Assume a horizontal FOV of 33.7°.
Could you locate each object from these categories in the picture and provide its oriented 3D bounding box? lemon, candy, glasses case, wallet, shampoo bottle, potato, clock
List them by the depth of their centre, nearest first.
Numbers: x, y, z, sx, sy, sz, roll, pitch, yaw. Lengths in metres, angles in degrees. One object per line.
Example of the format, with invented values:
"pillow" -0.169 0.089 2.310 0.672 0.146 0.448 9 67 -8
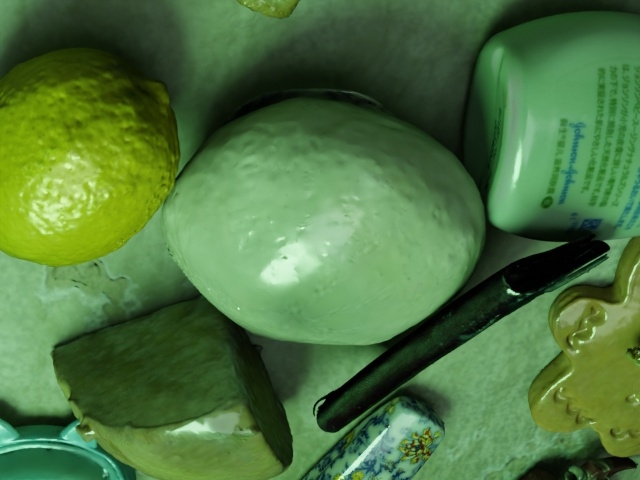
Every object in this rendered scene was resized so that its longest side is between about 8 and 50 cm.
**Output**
"lemon" -0.213 -0.070 0.902 0.193 0.181 0.181 -10 125 17
"candy" 0.000 0.000 0.961 0.295 0.185 0.296 4 139 4
"shampoo bottle" 0.319 -0.102 0.987 0.349 0.151 0.222 -1 118 -8
"wallet" 0.131 0.087 1.025 0.172 0.045 0.318 -22 166 -42
"potato" -0.139 0.198 1.041 0.211 0.264 0.190 -21 114 -3
"clock" -0.315 0.309 1.173 0.223 0.094 0.274 0 123 -11
"glasses case" 0.042 0.278 1.230 0.087 0.065 0.248 31 111 -28

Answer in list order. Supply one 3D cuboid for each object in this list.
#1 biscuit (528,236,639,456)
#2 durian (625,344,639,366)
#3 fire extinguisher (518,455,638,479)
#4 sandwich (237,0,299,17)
"biscuit" 0.393 0.102 1.189 0.275 0.052 0.355 25 116 -23
"durian" 0.461 0.121 1.143 0.252 0.145 0.139 7 158 -28
"fire extinguisher" 0.249 0.372 1.304 0.337 0.106 0.147 -42 146 9
"sandwich" -0.064 -0.335 0.804 0.254 0.100 0.288 27 115 -24
